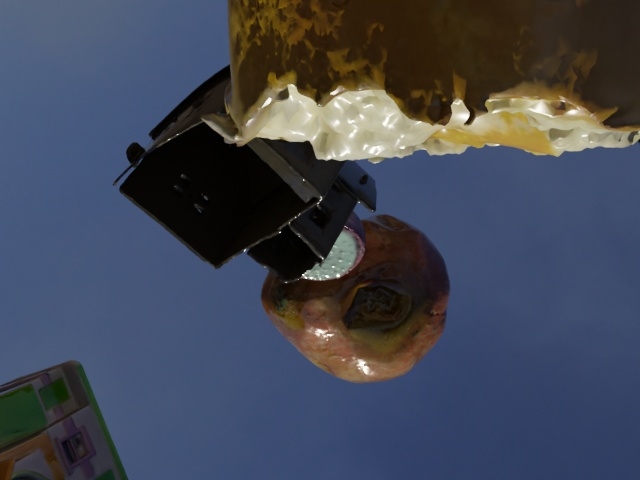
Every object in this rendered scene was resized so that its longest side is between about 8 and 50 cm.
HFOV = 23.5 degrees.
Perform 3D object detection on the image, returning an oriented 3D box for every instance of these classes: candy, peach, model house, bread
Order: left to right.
[{"bbox_3d":[-0.029,-0.106,1.477,0.211,0.204,0.243,-30,-157,47],"label":"model house"},{"bbox_3d":[0.000,0.000,1.733,0.103,0.103,0.043,-29,-144,21],"label":"candy"},{"bbox_3d":[0.037,0.072,1.899,0.235,0.214,0.214,0,178,-35],"label":"peach"},{"bbox_3d":[0.067,-0.242,1.107,0.361,0.394,0.250,2,-167,27],"label":"bread"}]

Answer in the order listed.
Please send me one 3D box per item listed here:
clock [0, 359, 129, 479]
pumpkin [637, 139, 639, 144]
[{"bbox_3d":[-0.289,0.265,1.342,0.166,0.235,0.309,-21,-177,23],"label":"clock"},{"bbox_3d":[0.337,-0.151,1.279,0.211,0.152,0.211,-44,170,-10],"label":"pumpkin"}]
